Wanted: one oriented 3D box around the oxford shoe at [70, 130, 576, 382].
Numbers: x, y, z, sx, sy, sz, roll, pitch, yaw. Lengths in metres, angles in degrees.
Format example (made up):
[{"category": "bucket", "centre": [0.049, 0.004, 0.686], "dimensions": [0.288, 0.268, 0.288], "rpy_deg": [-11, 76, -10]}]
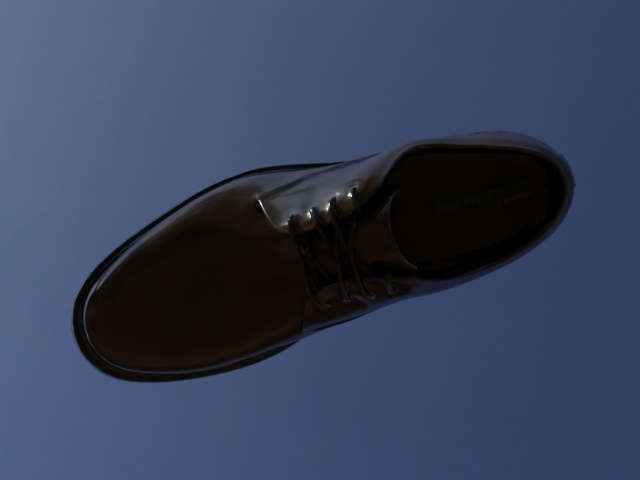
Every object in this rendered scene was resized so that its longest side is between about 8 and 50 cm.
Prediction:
[{"category": "oxford shoe", "centre": [0.000, 0.000, 0.595], "dimensions": [0.227, 0.096, 0.082], "rpy_deg": [-22, -90, -4]}]
